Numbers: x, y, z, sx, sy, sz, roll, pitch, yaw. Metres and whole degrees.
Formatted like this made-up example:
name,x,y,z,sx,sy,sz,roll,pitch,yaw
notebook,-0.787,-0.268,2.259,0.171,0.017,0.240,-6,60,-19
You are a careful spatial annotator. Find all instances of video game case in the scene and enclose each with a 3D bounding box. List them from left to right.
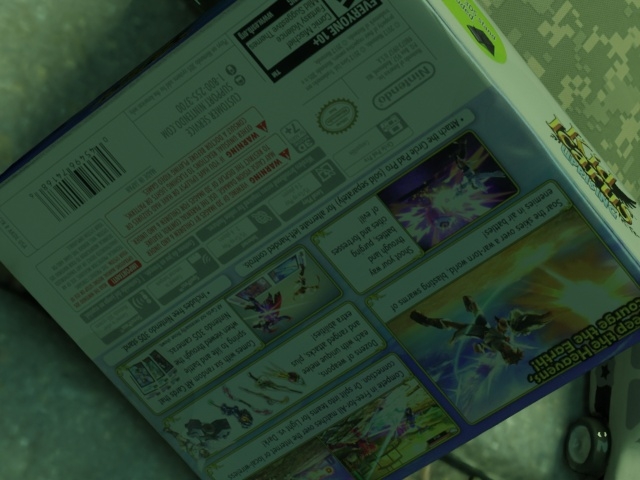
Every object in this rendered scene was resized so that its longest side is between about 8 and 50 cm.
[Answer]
name,x,y,z,sx,sy,sz,roll,pitch,yaw
video game case,0.000,0.000,0.909,0.244,0.269,0.061,50,27,-12

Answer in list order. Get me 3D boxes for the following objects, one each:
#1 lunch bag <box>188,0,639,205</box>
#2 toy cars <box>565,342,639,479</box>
name,x,y,z,sx,sy,sz,roll,pitch,yaw
lunch bag,0.104,-0.139,1.002,0.287,0.169,0.235,43,70,-10
toy cars,0.279,0.010,1.112,0.393,0.087,0.176,-46,104,-20
